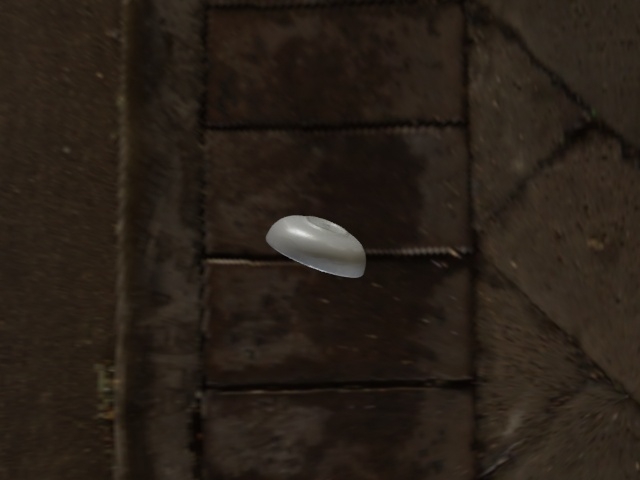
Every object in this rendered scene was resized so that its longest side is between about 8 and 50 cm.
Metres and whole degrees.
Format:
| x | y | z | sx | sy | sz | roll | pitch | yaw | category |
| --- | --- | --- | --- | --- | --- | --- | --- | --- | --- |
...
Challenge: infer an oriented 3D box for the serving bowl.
| x | y | z | sx | sy | sz | roll | pitch | yaw | category |
| --- | --- | --- | --- | --- | --- | --- | --- | --- | --- |
| 0.000 | 0.000 | 1.305 | 0.083 | 0.083 | 0.027 | 23 | 102 | 12 | serving bowl |
